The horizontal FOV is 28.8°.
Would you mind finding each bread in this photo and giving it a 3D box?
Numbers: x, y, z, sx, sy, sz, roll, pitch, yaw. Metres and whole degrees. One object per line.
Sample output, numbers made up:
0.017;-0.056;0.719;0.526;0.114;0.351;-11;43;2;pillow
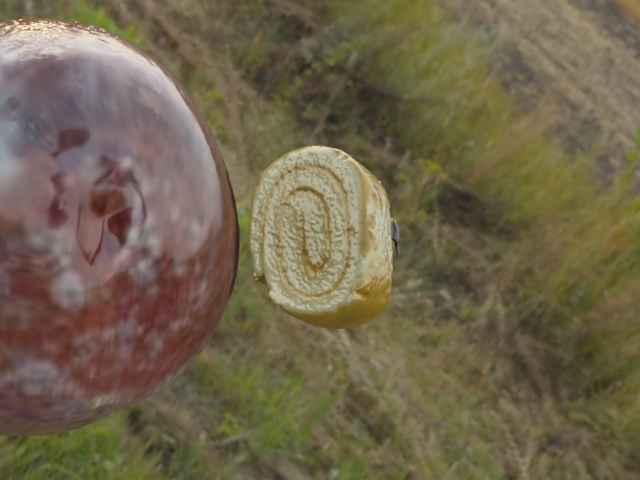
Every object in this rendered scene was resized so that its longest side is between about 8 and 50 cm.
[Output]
0.000;0.000;1.027;0.073;0.122;0.149;26;61;-59;bread

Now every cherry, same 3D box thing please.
-0.167;0.003;0.717;0.213;0.285;0.236;32;48;30;cherry
